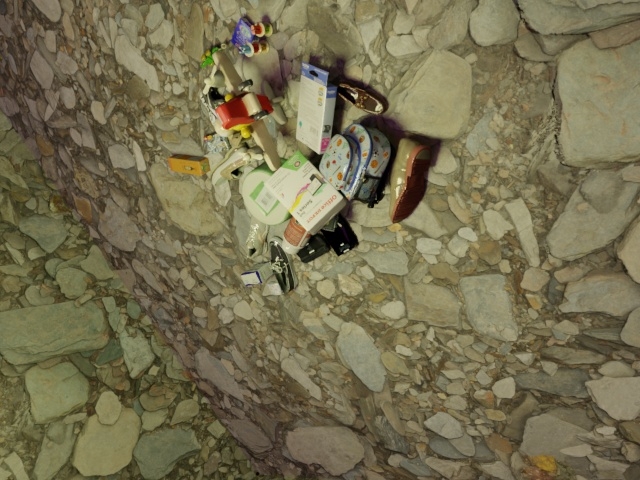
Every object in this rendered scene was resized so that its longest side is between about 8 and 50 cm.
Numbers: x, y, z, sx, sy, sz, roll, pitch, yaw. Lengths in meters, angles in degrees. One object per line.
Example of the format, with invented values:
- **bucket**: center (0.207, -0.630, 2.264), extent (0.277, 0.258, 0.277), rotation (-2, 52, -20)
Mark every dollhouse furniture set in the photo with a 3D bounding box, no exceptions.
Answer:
- **dollhouse furniture set**: center (-0.405, -0.506, 1.832), extent (0.161, 0.182, 0.101), rotation (42, 131, 6)

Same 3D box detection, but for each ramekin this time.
- **ramekin**: center (-0.218, -0.218, 1.894), extent (0.303, 0.148, 0.304), rotation (16, 124, 26)

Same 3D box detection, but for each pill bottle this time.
- **pill bottle**: center (-0.101, -0.039, 1.888), extent (0.121, 0.121, 0.216), rotation (39, 130, 9)

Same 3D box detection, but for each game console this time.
- **game console**: center (0.000, 0.000, 1.946), extent (0.361, 0.044, 0.213), rotation (-30, 95, 41)

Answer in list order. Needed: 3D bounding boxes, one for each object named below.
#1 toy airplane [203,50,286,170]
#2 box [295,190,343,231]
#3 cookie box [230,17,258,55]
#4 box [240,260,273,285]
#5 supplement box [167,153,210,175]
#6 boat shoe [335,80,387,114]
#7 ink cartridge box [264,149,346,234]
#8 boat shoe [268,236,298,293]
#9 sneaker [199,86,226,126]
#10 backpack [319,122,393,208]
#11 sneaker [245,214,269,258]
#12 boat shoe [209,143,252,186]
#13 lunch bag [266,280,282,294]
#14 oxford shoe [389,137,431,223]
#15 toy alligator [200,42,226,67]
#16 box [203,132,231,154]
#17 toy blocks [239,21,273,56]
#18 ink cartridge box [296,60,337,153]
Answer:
- **toy airplane**: center (-0.301, -0.510, 1.639), extent (0.272, 0.384, 0.387), rotation (-24, 58, 19)
- **box**: center (0.000, -0.160, 1.744), extent (0.175, 0.051, 0.221), rotation (11, 86, 12)
- **cookie box**: center (-0.307, -0.832, 1.672), extent (0.092, 0.040, 0.107), rotation (45, 131, 3)
- **box**: center (-0.337, 0.178, 2.212), extent (0.126, 0.137, 0.072), rotation (-14, 107, 38)
- **supplement box**: center (-0.695, -0.402, 2.161), extent (0.233, 0.080, 0.078), rotation (14, 124, 29)
- **boat shoe**: center (0.146, -0.526, 1.522), extent (0.206, 0.073, 0.073), rotation (31, 125, 14)
- **ink cartridge box**: center (-0.059, -0.192, 1.671), extent (0.201, 0.117, 0.278), rotation (-43, 79, 3)
- **boat shoe**: center (-0.212, 0.134, 2.123), extent (0.113, 0.105, 0.307), rotation (2, 117, 33)
- **sneaker**: center (-0.470, -0.604, 1.890), extent (0.106, 0.078, 0.235), rotation (-18, 103, 42)
- **backpack**: center (0.135, -0.305, 1.547), extent (0.276, 0.213, 0.264), rotation (51, 121, 42)
- **sneaker**: center (-0.335, -0.019, 2.108), extent (0.099, 0.121, 0.263), rotation (17, 124, 25)
- **boat shoe**: center (-0.439, -0.344, 1.996), extent (0.302, 0.113, 0.103), rotation (-38, 86, 41)
- **lunch bag**: center (-0.247, 0.261, 2.258), extent (0.083, 0.053, 0.071), rotation (-1, 113, 45)
- **oxford shoe**: center (0.321, -0.227, 1.572), extent (0.130, 0.122, 0.349), rotation (48, 139, 38)
- **toy alligator**: center (-0.466, -0.819, 1.784), extent (0.189, 0.056, 0.052), rotation (-20, 63, 40)
- **box**: center (-0.510, -0.484, 2.020), extent (0.136, 0.027, 0.094), rotation (-4, 115, 35)
- **toy blocks**: center (-0.256, -0.784, 1.593), extent (0.054, 0.148, 0.123), rotation (32, 130, 14)
- **ink cartridge box**: center (-0.018, -0.518, 1.600), extent (0.186, 0.065, 0.311), rotation (44, 140, 42)
